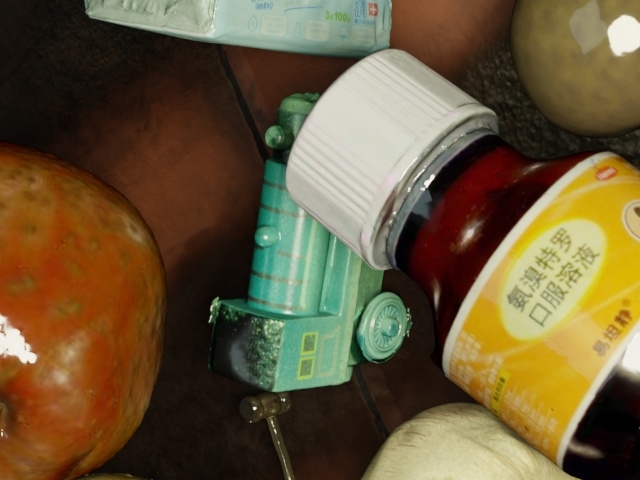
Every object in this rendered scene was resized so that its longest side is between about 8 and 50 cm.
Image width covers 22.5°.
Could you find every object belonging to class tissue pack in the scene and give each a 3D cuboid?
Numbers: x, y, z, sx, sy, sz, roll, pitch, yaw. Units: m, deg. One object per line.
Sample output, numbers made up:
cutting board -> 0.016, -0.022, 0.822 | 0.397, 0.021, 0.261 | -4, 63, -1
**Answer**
tissue pack -> -0.074, -0.232, 1.550 | 0.177, 0.263, 0.089 | 15, 99, 39

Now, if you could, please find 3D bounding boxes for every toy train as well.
toy train -> 0.000, 0.000, 1.545 | 0.120, 0.194, 0.298 | 16, 102, 41

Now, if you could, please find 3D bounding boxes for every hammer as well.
hammer -> -0.018, 0.298, 1.679 | 0.029, 0.058, 0.292 | -23, 82, 45

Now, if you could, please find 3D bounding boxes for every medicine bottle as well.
medicine bottle -> 0.155, 0.014, 1.350 | 0.395, 0.242, 0.242 | 33, 114, 22

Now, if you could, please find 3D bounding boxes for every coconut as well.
coconut -> 0.124, 0.239, 1.397 | 0.224, 0.224, 0.224 | 3, 94, 41

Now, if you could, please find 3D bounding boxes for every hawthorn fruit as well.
hawthorn fruit -> -0.346, 0.104, 1.698 | 0.403, 0.403, 0.403 | 3, 94, 41

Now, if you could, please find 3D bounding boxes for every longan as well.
longan -> 0.255, -0.161, 1.347 | 0.204, 0.159, 0.185 | 36, 138, -7

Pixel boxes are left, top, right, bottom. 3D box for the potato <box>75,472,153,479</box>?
potato -> -0.224, 0.327, 1.771 | 0.296, 0.191, 0.141 | -6, 57, 41
